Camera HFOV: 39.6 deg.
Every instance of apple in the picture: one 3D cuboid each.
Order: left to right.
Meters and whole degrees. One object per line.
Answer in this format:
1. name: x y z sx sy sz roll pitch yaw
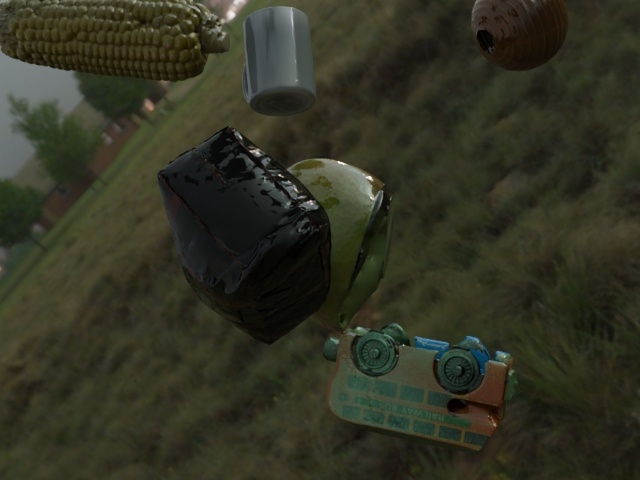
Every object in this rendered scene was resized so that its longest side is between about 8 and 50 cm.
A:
1. apple: 0.000 0.000 1.127 0.207 0.174 0.188 -5 49 56

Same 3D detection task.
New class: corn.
1. corn: -0.307 -0.302 1.312 0.130 0.347 0.130 4 -90 -84

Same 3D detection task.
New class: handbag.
1. handbag: -0.079 -0.003 0.947 0.155 0.169 0.215 -33 -21 -13

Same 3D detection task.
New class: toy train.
1. toy train: 0.093 0.137 0.855 0.072 0.188 0.099 -13 -70 -71

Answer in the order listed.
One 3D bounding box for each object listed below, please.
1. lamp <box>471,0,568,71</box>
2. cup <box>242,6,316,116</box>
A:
1. lamp: 0.276 -0.303 1.240 0.136 0.136 0.136 -44 16 15
2. cup: -0.061 -0.252 1.300 0.136 0.099 0.133 116 149 -73
